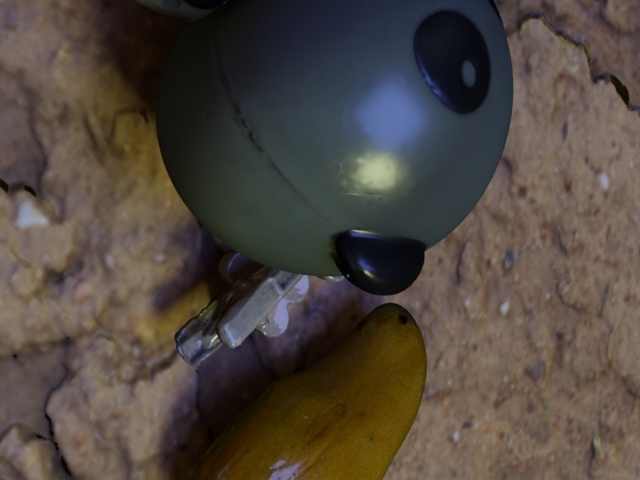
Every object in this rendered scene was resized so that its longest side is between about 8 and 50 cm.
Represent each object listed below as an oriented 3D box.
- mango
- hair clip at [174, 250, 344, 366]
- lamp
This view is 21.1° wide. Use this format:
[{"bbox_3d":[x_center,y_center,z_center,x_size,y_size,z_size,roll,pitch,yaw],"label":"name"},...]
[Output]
[{"bbox_3d":[-0.004,0.115,0.966,0.190,0.075,0.098,-43,132,-35],"label":"mango"},{"bbox_3d":[-0.005,0.001,0.954,0.214,0.056,0.062,-44,111,-37],"label":"hair clip"},{"bbox_3d":[-0.011,-0.097,0.837,0.198,0.197,0.244,-47,113,-25],"label":"lamp"}]
